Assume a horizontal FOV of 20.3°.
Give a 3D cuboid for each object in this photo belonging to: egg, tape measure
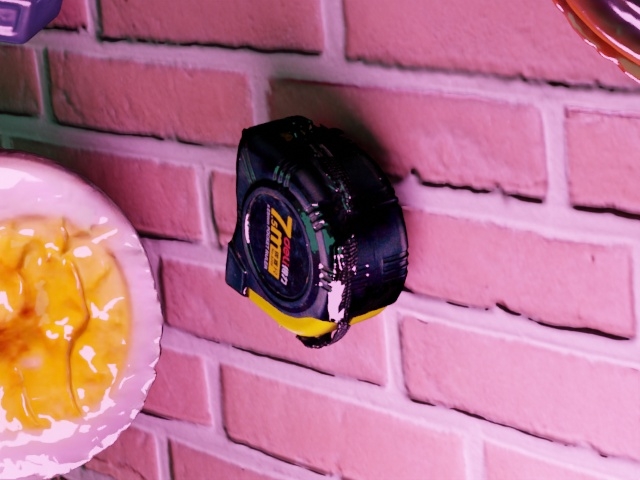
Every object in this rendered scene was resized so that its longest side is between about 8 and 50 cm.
[{"bbox_3d":[-0.362,0.091,1.918,0.340,0.355,0.354,159,94,-73],"label":"egg"},{"bbox_3d":[0.000,0.000,1.615,0.186,0.112,0.199,40,136,45],"label":"tape measure"}]

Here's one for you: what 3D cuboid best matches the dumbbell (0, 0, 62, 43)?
[{"bbox_3d":[-0.321,-0.366,1.848,0.160,0.144,0.325,45,134,30],"label":"dumbbell"}]

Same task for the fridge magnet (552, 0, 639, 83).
[{"bbox_3d":[0.273,-0.241,1.129,0.364,0.155,0.363,16,123,27],"label":"fridge magnet"}]
